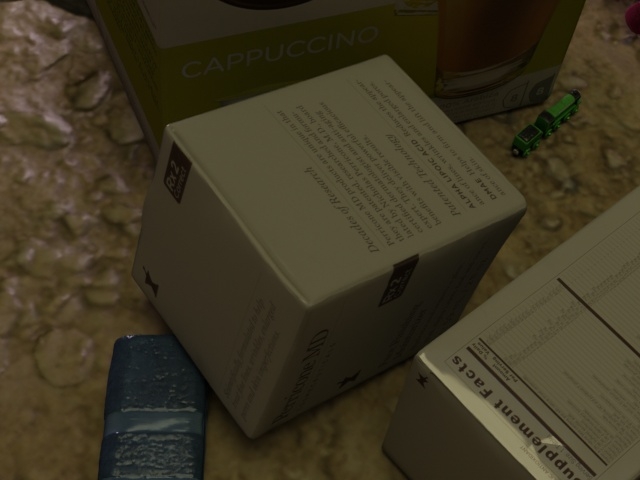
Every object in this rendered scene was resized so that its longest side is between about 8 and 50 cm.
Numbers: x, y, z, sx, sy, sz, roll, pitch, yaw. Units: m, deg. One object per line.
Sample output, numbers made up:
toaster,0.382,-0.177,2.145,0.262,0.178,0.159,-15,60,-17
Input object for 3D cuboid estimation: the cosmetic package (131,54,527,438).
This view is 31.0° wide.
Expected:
cosmetic package,0.000,0.000,0.747,0.183,0.151,0.151,-24,62,-33

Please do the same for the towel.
towel,-0.107,0.118,0.745,0.067,0.029,0.119,3,56,-5

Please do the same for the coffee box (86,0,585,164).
coffee box,-0.011,-0.296,0.852,0.337,0.334,0.338,-16,59,-16

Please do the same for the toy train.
toy train,0.183,-0.096,0.928,0.017,0.024,0.083,40,61,19

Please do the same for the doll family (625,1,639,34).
doll family,0.314,-0.288,1.016,0.163,0.118,0.263,-23,61,-21

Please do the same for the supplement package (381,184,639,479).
supplement package,0.178,0.084,0.738,0.244,0.134,0.139,-33,66,-25
